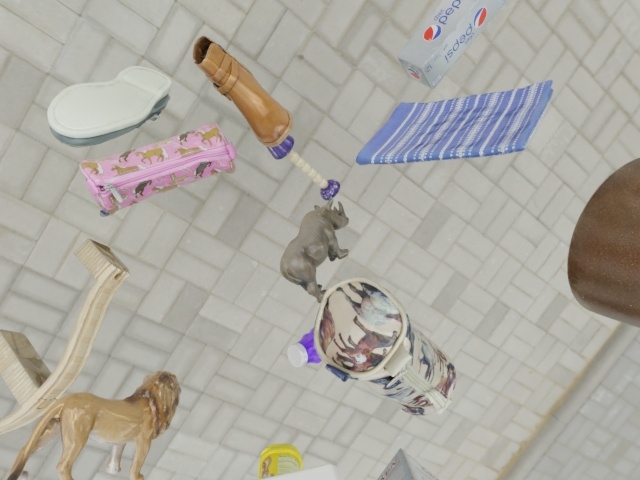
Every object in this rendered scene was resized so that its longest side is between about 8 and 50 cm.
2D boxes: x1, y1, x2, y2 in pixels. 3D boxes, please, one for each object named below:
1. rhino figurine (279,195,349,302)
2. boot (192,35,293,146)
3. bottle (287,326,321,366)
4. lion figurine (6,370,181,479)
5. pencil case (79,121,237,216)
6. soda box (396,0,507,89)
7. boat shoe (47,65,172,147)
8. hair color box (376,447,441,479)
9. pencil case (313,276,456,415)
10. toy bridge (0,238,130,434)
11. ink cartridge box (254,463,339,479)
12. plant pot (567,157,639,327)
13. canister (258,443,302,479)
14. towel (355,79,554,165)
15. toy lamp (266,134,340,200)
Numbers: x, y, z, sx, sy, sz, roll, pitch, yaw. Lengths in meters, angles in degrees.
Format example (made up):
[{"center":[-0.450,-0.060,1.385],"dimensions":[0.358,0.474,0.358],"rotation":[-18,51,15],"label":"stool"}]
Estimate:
[{"center":[0.000,0.000,0.857],"dimensions":[0.106,0.243,0.073],"rotation":[42,138,-16],"label":"rhino figurine"},{"center":[-0.185,-0.356,1.053],"dimensions":[0.109,0.284,0.220],"rotation":[-37,140,14],"label":"boot"},{"center":[0.022,0.309,1.373],"dimensions":[0.282,0.118,0.093],"rotation":[-12,114,-45],"label":"bottle"},{"center":[-0.475,0.405,0.999],"dimensions":[0.392,0.142,0.241],"rotation":[40,58,-61],"label":"lion figurine"},{"center":[-0.423,-0.198,1.203],"dimensions":[0.385,0.167,0.160],"rotation":[-23,153,-19],"label":"pencil case"},{"center":[0.329,-0.531,1.119],"dimensions":[0.286,0.098,0.091],"rotation":[-50,144,7],"label":"soda box"},{"center":[-0.352,-0.216,0.779],"dimensions":[0.116,0.320,0.099],"rotation":[24,122,-8],"label":"boat shoe"},{"center":[0.237,0.606,0.935],"dimensions":[0.185,0.374,0.114],"rotation":[37,88,3],"label":"hair color box"},{"center":[0.142,0.224,0.843],"dimensions":[0.159,0.184,0.410],"rotation":[-38,141,5],"label":"pencil case"},{"center":[-0.203,0.088,0.304],"dimensions":[0.188,0.063,0.026],"rotation":[-48,159,-8],"label":"toy bridge"},{"center":[-0.046,0.301,0.292],"dimensions":[0.171,0.237,0.100],"rotation":[-8,135,-9],"label":"ink cartridge box"},{"center":[0.445,0.033,0.484],"dimensions":[0.215,0.230,0.216],"rotation":[-7,111,-20],"label":"plant pot"},{"center":[-0.062,0.416,0.685],"dimensions":[0.073,0.170,0.126],"rotation":[1,96,-5],"label":"canister"},{"center":[0.254,-0.229,0.879],"dimensions":[0.243,0.335,0.040],"rotation":[-51,128,-35],"label":"towel"},{"center":[-0.052,-0.216,1.262],"dimensions":[0.274,0.080,0.080],"rotation":[35,97,-38],"label":"toy lamp"}]
